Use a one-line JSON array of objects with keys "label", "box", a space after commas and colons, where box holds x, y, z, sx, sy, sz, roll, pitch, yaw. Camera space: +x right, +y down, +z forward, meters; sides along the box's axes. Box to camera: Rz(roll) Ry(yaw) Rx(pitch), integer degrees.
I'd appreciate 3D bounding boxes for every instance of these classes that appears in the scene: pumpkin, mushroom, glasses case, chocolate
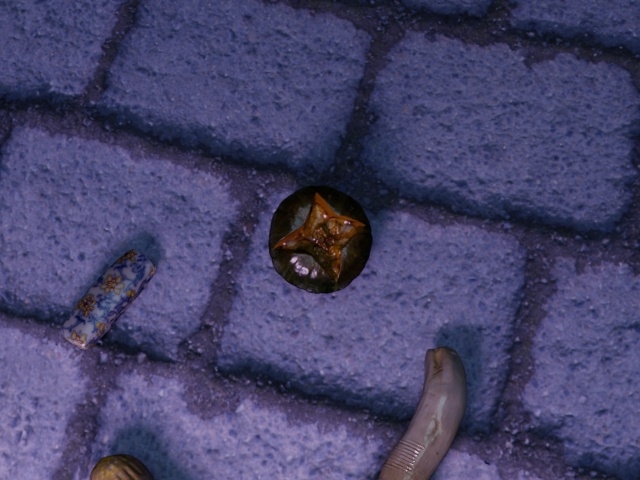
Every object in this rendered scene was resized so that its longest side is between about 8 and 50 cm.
[{"label": "pumpkin", "box": [0.000, -0.001, 1.770, 0.238, 0.159, 0.238, 0, 87, -10]}, {"label": "mushroom", "box": [0.215, 0.381, 1.646, 0.122, 0.095, 0.351, 14, 66, 26]}, {"label": "glasses case", "box": [-0.465, 0.127, 1.783, 0.087, 0.065, 0.248, 36, 74, 13]}, {"label": "chocolate", "box": [-0.335, 0.544, 1.582, 0.134, 0.134, 0.309, -40, 68, -13]}]
